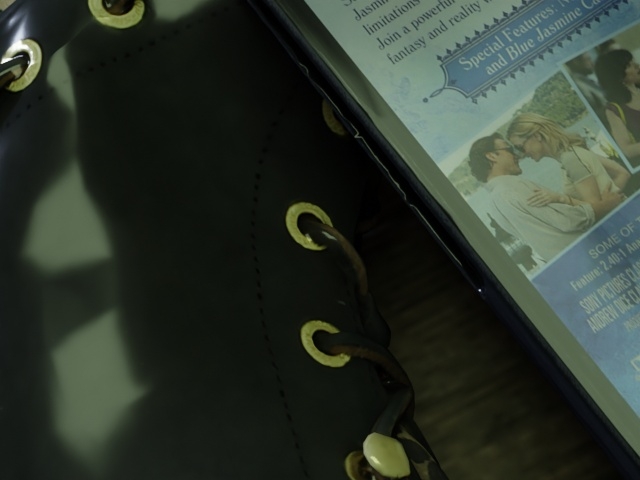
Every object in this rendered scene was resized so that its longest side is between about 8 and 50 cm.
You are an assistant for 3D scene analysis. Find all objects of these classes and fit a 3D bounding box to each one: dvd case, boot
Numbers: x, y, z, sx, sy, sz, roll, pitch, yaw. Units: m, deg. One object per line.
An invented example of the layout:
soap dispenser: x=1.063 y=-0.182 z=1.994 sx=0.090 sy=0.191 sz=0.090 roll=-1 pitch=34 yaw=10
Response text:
dvd case: x=0.079 y=-0.080 z=0.506 sx=0.180 sy=0.022 sz=0.253 roll=-34 pitch=72 yaw=-11
boot: x=0.000 y=0.000 z=0.556 sx=0.377 sy=0.138 sz=0.284 roll=-21 pitch=67 yaw=-7
